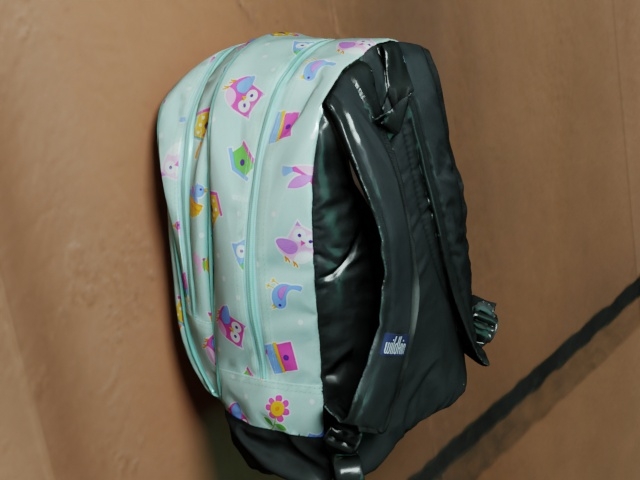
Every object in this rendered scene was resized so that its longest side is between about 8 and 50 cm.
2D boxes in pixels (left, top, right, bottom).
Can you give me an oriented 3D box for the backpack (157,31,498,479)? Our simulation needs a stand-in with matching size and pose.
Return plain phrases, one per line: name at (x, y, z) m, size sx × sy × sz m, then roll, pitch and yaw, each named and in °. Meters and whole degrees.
backpack at (0.000, 0.000, 0.785) m, size 0.152 × 0.115 × 0.182 m, roll -39°, pitch 127°, yaw -56°
